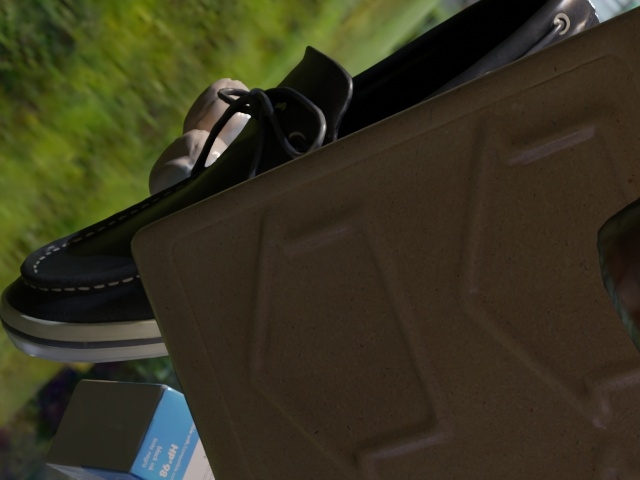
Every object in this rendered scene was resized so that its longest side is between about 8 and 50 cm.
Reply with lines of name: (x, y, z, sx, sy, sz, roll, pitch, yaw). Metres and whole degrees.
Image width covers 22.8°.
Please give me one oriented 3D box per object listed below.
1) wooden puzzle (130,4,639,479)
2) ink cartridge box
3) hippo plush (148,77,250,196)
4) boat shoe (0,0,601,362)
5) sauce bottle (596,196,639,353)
wooden puzzle: (0.090, 0.095, 0.726, 0.348, 0.322, 0.080, -22, 177, 38)
ink cartridge box: (-0.070, 0.153, 1.009, 0.104, 0.180, 0.060, -4, -121, 51)
hippo plush: (0.000, 0.000, 1.381, 0.236, 0.294, 0.234, -1, -175, 30)
boat shoe: (-0.005, -0.058, 1.148, 0.500, 0.156, 0.187, -23, -157, -6)
sauce bottle: (0.244, -0.061, 0.474, 0.344, 0.111, 0.111, -40, -174, 22)
